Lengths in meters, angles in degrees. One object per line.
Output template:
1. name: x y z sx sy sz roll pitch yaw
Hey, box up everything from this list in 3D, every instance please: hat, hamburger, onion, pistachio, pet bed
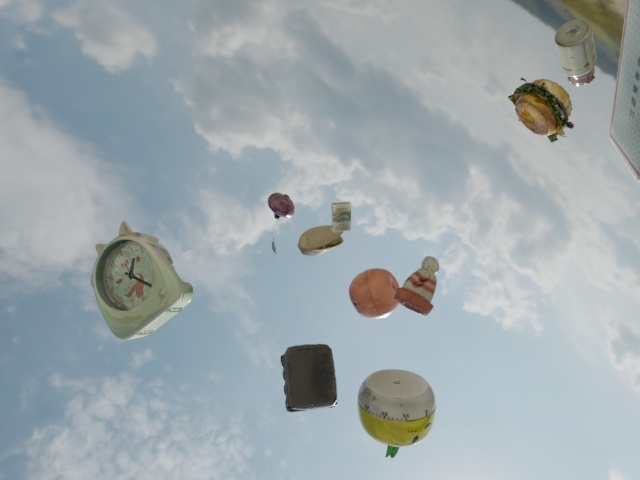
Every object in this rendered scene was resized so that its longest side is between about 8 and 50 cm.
1. hat: 0.275 0.113 1.373 0.112 0.093 0.163 31 -102 -6
2. hamburger: 0.596 -0.350 1.345 0.190 0.093 0.164 52 177 -33
3. onion: -0.151 -0.129 1.924 0.115 0.105 0.115 22 -159 -9
4. pistachio: 0.000 0.000 2.248 0.223 0.127 0.152 -19 -151 -25
5. pet bed: -0.035 0.457 1.694 0.183 0.159 0.211 -5 -110 -8

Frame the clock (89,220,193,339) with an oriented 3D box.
1. clock: -0.551 0.108 1.517 0.324 0.265 0.108 58 -165 15

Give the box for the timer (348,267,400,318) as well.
1. timer: 0.247 0.243 2.308 0.229 0.214 0.230 45 -149 -37

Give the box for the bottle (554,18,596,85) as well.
1. bottle: 0.849 -0.607 1.674 0.233 0.109 0.110 37 -155 -49

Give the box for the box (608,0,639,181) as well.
1. box: 0.383 -0.096 0.466 0.331 0.095 0.210 -87 -18 -44

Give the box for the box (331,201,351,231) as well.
1. box: 0.059 -0.067 1.440 0.053 0.083 0.024 -5 -158 -9

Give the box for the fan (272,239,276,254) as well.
1. fan: -0.197 0.018 2.136 0.004 0.083 0.056 -13 -143 -18

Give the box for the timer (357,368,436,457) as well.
1. timer: 0.251 0.596 1.691 0.285 0.285 0.285 26 -143 -21
